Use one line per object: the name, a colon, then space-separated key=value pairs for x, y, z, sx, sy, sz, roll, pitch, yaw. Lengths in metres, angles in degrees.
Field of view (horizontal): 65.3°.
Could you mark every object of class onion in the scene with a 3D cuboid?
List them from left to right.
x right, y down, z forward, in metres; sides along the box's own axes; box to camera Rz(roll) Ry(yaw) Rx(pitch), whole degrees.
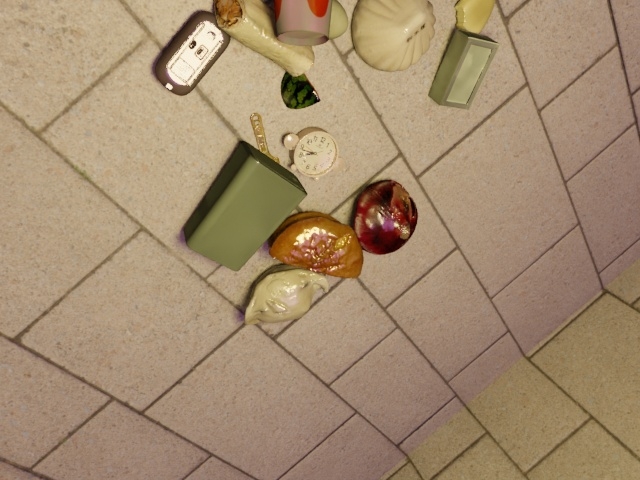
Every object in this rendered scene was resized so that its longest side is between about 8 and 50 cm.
onion: x=0.244 y=-0.071 z=1.734 sx=0.271 sy=0.195 sz=0.272 roll=-16 pitch=115 yaw=-37

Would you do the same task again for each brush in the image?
brush: x=-0.177 y=-0.289 z=1.549 sx=0.082 sy=0.010 sz=0.218 roll=-19 pitch=122 yaw=-14

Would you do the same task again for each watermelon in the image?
watermelon: x=-0.052 y=-0.462 z=1.485 sx=0.094 sy=0.125 sz=0.136 roll=-23 pitch=108 yaw=-47

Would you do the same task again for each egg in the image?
egg: x=0.009 y=-0.621 z=1.392 sx=0.152 sy=0.114 sz=0.114 roll=7 pitch=113 yaw=-31

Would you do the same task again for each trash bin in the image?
trash bin: x=-0.238 y=-0.097 z=1.539 sx=0.222 sy=0.158 sz=0.343 roll=30 pitch=108 yaw=-33

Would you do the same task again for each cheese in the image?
cheese: x=0.522 y=-0.776 z=1.580 sx=0.127 sy=0.050 sz=0.256 roll=30 pitch=101 yaw=-33

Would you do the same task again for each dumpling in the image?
dumpling: x=-0.125 y=0.192 z=1.768 sx=0.317 sy=0.187 sz=0.243 roll=-26 pitch=164 yaw=-1

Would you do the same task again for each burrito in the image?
burrito: x=-0.154 y=-0.566 z=1.343 sx=0.299 sy=0.143 sz=0.105 roll=26 pitch=140 yaw=-34

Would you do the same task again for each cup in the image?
cup: x=-0.043 y=-0.652 z=1.248 sx=0.202 sy=0.203 sz=0.289 roll=-2 pitch=97 yaw=-23

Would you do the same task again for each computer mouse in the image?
computer mouse: x=-0.340 y=-0.498 z=1.335 sx=0.120 sy=0.057 sz=0.232 roll=37 pitch=94 yaw=-33

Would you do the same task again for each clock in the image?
clock: x=-0.022 y=-0.280 z=1.595 sx=0.229 sy=0.063 sz=0.156 roll=20 pitch=109 yaw=-29

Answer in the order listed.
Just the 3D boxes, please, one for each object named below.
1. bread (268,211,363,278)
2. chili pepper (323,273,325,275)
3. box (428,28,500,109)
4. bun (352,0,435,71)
bread: x=0.000 y=0.000 z=1.669 sx=0.339 sy=0.194 sz=0.179 roll=16 pitch=103 yaw=-20
chili pepper: x=0.115 y=0.042 z=1.835 sx=0.267 sy=0.050 sz=0.059 roll=-36 pitch=121 yaw=-5
box: x=0.465 y=-0.550 z=1.623 sx=0.129 sy=0.086 sz=0.225 roll=1 pitch=129 yaw=-25
bun: x=0.234 y=-0.620 z=1.445 sx=0.262 sy=0.175 sz=0.263 roll=-7 pitch=113 yaw=-16
